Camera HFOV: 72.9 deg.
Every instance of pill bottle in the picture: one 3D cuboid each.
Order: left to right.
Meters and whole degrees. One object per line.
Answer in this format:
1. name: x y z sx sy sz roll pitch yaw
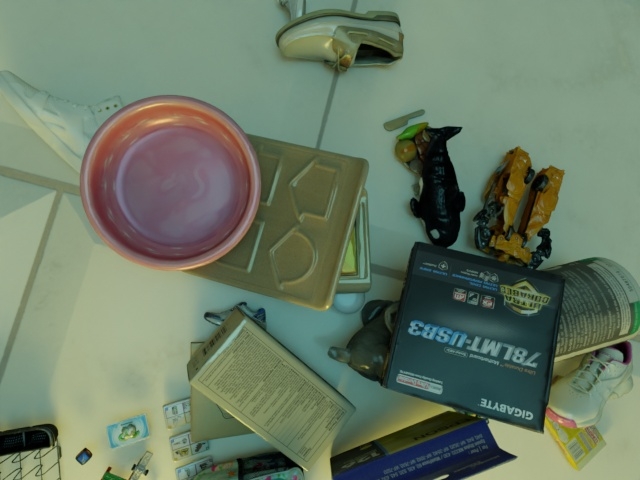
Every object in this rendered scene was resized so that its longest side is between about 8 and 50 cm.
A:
1. pill bottle: 0.506 0.171 0.982 0.361 0.204 0.204 -12 88 -12

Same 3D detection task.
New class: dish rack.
1. dish rack: -0.595 0.491 0.815 0.209 0.074 0.271 -6 87 -10

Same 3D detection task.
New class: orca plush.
1. orca plush: 0.302 -0.124 1.000 0.151 0.102 0.287 12 88 -20

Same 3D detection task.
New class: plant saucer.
1. plant saucer: -0.280 -0.107 0.844 0.333 0.084 0.331 0 88 -5

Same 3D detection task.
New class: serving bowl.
1. serving bowl: 0.062 0.128 0.987 0.084 0.027 0.083 0 82 0

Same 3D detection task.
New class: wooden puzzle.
1. wooden puzzle: -0.097 -0.047 0.917 0.348 0.080 0.321 14 82 14
2. wooden puzzle: 0.000 0.000 0.961 0.221 0.044 0.238 -1 85 -1

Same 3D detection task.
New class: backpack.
1. backpack: -0.150 0.556 0.846 0.254 0.191 0.225 -5 88 -6

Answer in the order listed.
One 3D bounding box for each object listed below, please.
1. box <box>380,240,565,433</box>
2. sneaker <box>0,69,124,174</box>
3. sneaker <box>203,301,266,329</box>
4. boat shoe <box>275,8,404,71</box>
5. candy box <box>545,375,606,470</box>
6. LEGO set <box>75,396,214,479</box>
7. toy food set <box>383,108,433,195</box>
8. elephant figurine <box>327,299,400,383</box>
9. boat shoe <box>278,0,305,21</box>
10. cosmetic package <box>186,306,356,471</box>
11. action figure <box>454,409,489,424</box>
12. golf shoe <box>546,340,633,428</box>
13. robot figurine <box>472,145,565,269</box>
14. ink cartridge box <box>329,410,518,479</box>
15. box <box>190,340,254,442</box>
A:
1. box: 0.291 0.177 0.837 0.296 0.073 0.293 15 74 7
2. sneaker: -0.491 -0.255 0.880 0.169 0.108 0.292 -46 105 -12
3. sneaker: -0.181 0.160 0.935 0.135 0.052 0.058 10 77 -19
4. boat shoe: 0.053 -0.449 0.988 0.303 0.113 0.103 -12 83 -12
5. candy box: 0.612 0.450 1.071 0.105 0.027 0.205 -33 92 -16
6. LEGO set: -0.354 0.440 0.888 0.244 0.060 0.182 -11 88 -23
7. toy food set: 0.244 -0.220 1.045 0.133 0.038 0.192 -25 91 -12
8. elephant figurine: 0.163 0.193 0.959 0.170 0.186 0.239 12 67 33
9. boat shoe: -0.068 -0.570 1.001 0.063 0.066 0.184 -2 88 3
10. cosmetic package: -0.098 0.296 0.877 0.309 0.113 0.160 45 78 -16
11. action figure: 0.316 0.343 1.010 0.137 0.063 0.232 -42 98 -14
12. golf shoe: 0.621 0.316 0.999 0.306 0.115 0.140 -16 116 -34
13. robot figurine: 0.479 -0.067 1.056 0.211 0.085 0.290 25 81 -8
14. ink cartridge box: 0.168 0.416 0.835 0.304 0.307 0.072 -17 70 -6
15. box: -0.191 0.312 0.923 0.165 0.021 0.201 0 85 -18
